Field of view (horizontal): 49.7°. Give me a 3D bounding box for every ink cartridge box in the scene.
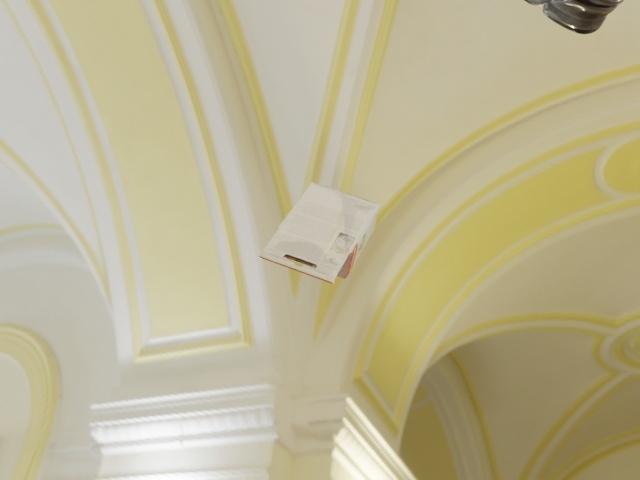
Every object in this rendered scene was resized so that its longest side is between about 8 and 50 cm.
[{"bbox_3d":[0.000,0.000,0.548,0.062,0.115,0.029,19,-51,11],"label":"ink cartridge box"}]

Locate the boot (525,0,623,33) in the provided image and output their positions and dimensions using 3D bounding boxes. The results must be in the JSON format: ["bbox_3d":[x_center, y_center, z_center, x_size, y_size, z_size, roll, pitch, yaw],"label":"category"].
[{"bbox_3d":[0.266,-0.399,0.851,0.338,0.118,0.222,43,-14,-6],"label":"boot"}]
